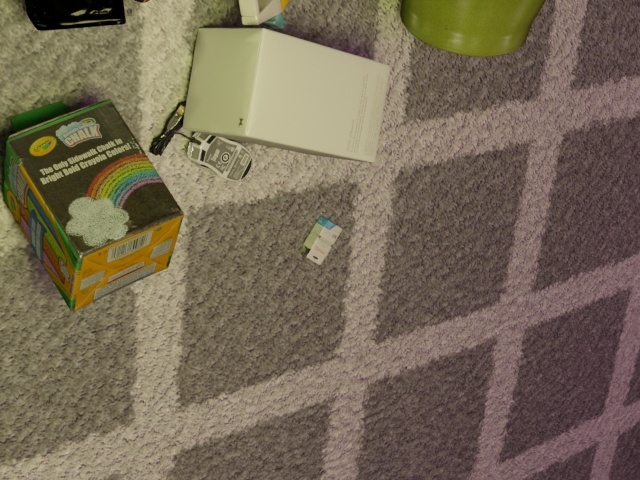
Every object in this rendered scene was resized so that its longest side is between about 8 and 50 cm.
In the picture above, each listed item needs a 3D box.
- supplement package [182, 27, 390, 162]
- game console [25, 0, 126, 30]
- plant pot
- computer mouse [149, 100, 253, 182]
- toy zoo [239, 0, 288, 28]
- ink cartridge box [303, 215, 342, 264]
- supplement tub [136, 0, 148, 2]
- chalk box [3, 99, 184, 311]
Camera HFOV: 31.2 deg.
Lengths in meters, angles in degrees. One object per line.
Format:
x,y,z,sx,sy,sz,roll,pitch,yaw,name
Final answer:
-0.054,-0.242,1.917,0.292,0.177,0.175,7,93,-44,supplement package
-0.247,-0.418,1.636,0.361,0.044,0.213,-7,93,-15,game console
0.281,-0.526,1.992,0.366,0.366,0.353,-19,136,-33,plant pot
-0.198,-0.157,1.959,0.193,0.042,0.106,30,87,-40,computer mouse
-0.089,-0.474,1.818,0.192,0.030,0.293,-59,148,-49,toy zoo
0.000,0.000,2.224,0.048,0.028,0.083,32,90,-46,ink cartridge box
-0.228,-0.455,1.721,0.198,0.106,0.106,-44,134,-14,supplement tub
-0.362,-0.077,1.724,0.180,0.289,0.179,-25,160,-27,chalk box
